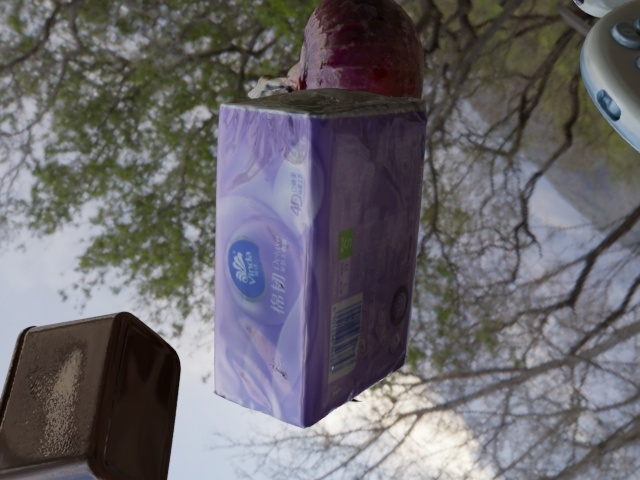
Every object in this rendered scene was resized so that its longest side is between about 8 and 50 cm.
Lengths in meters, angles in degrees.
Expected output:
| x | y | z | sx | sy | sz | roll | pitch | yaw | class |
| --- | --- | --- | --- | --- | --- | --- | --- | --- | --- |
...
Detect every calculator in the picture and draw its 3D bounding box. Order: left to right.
| x | y | z | sx | sy | sz | roll | pitch | yaw | class |
| --- | --- | --- | --- | --- | --- | --- | --- | --- | --- |
| 0.311 | -0.107 | 0.530 | 0.302 | 0.042 | 0.188 | -8 | -125 | -26 | calculator |

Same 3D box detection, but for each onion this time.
| x | y | z | sx | sy | sz | roll | pitch | yaw | class |
| --- | --- | --- | --- | --- | --- | --- | --- | --- | --- |
| 0.061 | -0.280 | 1.260 | 0.272 | 0.230 | 0.256 | -15 | -131 | -25 | onion |

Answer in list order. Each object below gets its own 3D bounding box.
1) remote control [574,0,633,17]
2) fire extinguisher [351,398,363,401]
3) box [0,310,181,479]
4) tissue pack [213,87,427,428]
| x | y | z | sx | sy | sz | roll | pitch | yaw | class |
| --- | --- | --- | --- | --- | --- | --- | --- | --- | --- |
| 0.342 | -0.269 | 0.726 | 0.042 | 0.221 | 0.078 | -173 | 68 | -83 | remote control |
| 0.029 | 0.264 | 1.842 | 0.104 | 0.104 | 0.269 | -3 | -101 | -58 | fire extinguisher |
| -0.417 | 0.323 | 1.406 | 0.239 | 0.229 | 0.339 | 55 | -152 | -47 | box |
| 0.000 | 0.000 | 0.873 | 0.160 | 0.338 | 0.242 | 11 | -164 | 31 | tissue pack |
